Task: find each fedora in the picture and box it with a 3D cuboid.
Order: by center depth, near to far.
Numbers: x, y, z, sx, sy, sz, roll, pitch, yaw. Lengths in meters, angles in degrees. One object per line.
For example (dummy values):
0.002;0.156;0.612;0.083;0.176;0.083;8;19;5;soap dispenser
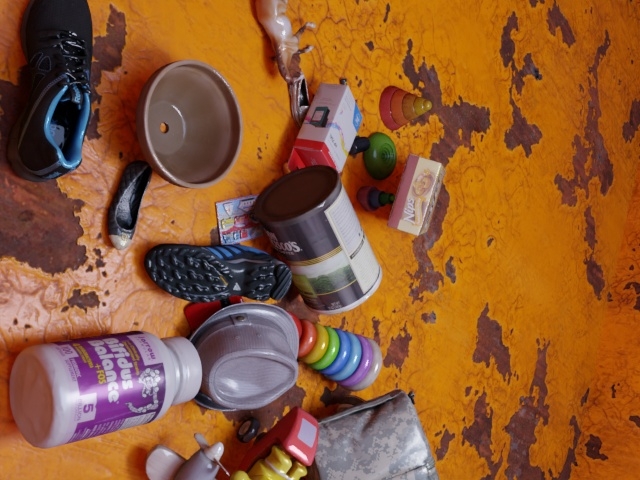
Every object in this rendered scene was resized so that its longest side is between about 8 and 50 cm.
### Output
-0.143;0.257;1.491;0.275;0.124;0.244;7;103;-29;fedora

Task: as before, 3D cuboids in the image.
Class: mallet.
0.072;-0.308;1.832;0.062;0.039;0.190;-34;112;-40;mallet

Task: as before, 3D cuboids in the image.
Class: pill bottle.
-0.362;0.247;1.273;0.301;0.169;0.170;-3;95;-49;pill bottle

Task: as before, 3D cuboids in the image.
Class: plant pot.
-0.269;-0.217;1.391;0.237;0.109;0.238;-3;94;-50;plant pot

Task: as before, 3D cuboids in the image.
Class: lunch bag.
0.109;0.507;1.702;0.304;0.212;0.256;-16;94;-11;lunch bag

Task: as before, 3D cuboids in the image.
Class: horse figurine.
-0.081;-0.489;1.621;0.174;0.066;0.263;-48;128;-43;horse figurine

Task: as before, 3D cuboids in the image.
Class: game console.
-0.213;0.169;1.553;0.124;0.085;0.144;-72;148;-64;game console

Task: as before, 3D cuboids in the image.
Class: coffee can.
0.000;0.000;1.635;0.201;0.201;0.275;-51;129;-33;coffee can

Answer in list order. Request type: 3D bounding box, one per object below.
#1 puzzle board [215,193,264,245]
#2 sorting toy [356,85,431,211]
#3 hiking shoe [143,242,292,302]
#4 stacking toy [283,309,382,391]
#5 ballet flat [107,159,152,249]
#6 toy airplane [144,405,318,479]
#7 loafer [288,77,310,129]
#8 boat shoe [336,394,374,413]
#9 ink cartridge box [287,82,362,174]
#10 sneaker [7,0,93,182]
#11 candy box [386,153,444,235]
-0.172;-0.045;1.587;0.128;0.011;0.097;-17;105;-47;puzzle board
0.204;-0.244;1.914;0.127;0.126;0.366;35;66;-44;sorting toy
-0.214;0.060;1.482;0.303;0.132;0.113;12;103;-27;hiking shoe
-0.003;0.245;1.718;0.330;0.141;0.141;32;69;-40;stacking toy
-0.354;-0.067;1.350;0.057;0.049;0.173;20;78;-46;ballet flat
-0.141;0.557;1.463;0.385;0.272;0.385;-6;86;-31;toy airplane
-0.043;-0.318;1.692;0.045;0.039;0.125;-30;114;-44;loafer
0.140;0.467;1.907;0.305;0.109;0.091;48;53;-42;boat shoe
0.012;-0.235;1.707;0.231;0.077;0.134;-69;153;-19;ink cartridge box
-0.416;-0.265;1.200;0.125;0.139;0.341;7;86;-47;sneaker
0.251;-0.114;1.872;0.316;0.087;0.183;-13;119;-78;candy box
